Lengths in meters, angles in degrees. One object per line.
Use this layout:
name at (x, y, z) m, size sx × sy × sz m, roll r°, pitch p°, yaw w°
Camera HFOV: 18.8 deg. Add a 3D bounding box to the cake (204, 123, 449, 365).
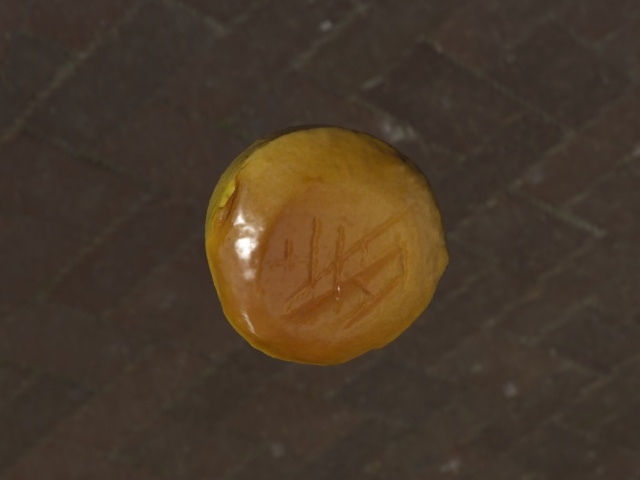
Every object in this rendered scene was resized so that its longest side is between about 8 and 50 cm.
cake at (0.000, 0.000, 0.663) m, size 0.084 × 0.044 × 0.084 m, roll -2°, pitch 104°, yaw -9°
